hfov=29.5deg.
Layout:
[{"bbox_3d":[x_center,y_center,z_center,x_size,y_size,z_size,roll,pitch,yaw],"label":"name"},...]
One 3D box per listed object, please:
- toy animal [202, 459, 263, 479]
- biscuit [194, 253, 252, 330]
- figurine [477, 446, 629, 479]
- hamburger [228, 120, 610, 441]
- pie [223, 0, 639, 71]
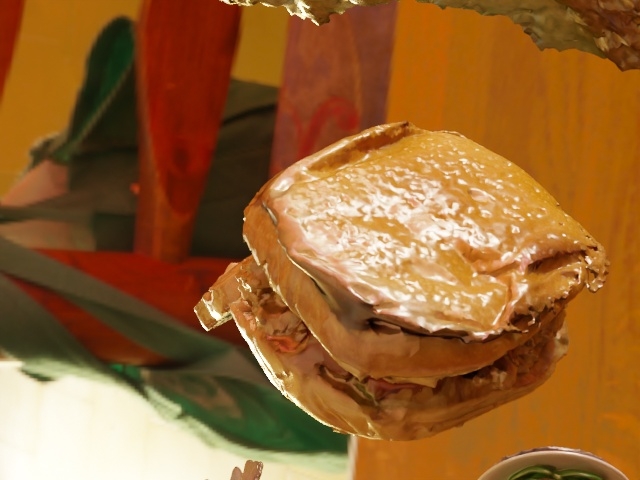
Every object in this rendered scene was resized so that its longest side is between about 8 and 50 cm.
[{"bbox_3d":[-0.119,0.288,1.253,0.219,0.155,0.095,-123,15,-68],"label":"toy animal"},{"bbox_3d":[-0.001,-0.002,1.713,0.062,0.385,0.365,59,162,4],"label":"biscuit"},{"bbox_3d":[0.173,0.247,0.882,0.132,0.132,0.153,-47,22,35],"label":"figurine"},{"bbox_3d":[0.060,0.031,0.840,0.244,0.244,0.163,49,141,39],"label":"hamburger"},{"bbox_3d":[0.036,-0.158,0.469,0.371,0.296,0.078,16,76,15],"label":"pie"}]
